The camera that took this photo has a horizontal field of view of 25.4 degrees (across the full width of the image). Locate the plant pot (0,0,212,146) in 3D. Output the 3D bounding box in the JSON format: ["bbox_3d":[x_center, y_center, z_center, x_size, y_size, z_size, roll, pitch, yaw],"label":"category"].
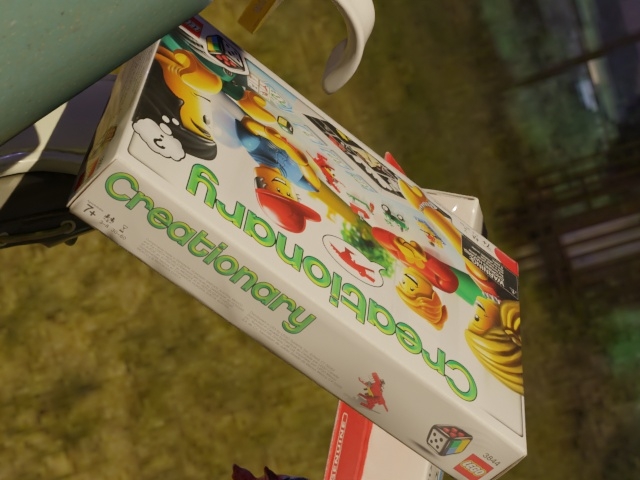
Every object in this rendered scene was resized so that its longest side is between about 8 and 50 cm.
[{"bbox_3d":[-0.242,-0.155,0.673,0.341,0.334,0.341,40,-31,30],"label":"plant pot"}]

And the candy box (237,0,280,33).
[{"bbox_3d":[-0.018,-0.292,1.438,0.027,0.105,0.206,41,-27,-4],"label":"candy box"}]

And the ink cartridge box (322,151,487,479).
[{"bbox_3d":[0.082,0.099,1.249,0.261,0.066,0.296,47,53,-73],"label":"ink cartridge box"}]

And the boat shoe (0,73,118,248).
[{"bbox_3d":[-0.198,-0.045,0.972,0.109,0.305,0.091,58,-36,39],"label":"boat shoe"}]

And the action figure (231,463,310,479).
[{"bbox_3d":[-0.014,0.399,1.500,0.370,0.276,0.248,60,-11,-9],"label":"action figure"}]

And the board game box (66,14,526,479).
[{"bbox_3d":[0.000,0.000,0.872,0.305,0.053,0.193,36,31,-19],"label":"board game box"}]

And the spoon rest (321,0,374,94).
[{"bbox_3d":[-0.058,-0.224,1.054,0.276,0.084,0.137,38,50,-26],"label":"spoon rest"}]
